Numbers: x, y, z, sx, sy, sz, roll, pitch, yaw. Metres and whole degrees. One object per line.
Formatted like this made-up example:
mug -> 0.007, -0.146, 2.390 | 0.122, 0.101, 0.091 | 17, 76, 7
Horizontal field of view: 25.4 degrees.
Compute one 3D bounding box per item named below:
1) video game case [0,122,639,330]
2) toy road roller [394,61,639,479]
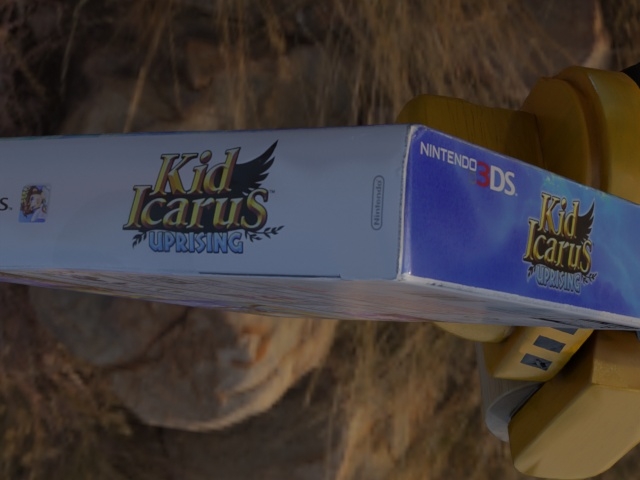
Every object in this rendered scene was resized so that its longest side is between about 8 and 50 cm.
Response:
video game case -> 0.000, 0.000, 0.645 | 0.244, 0.061, 0.269 | -1, 173, 33
toy road roller -> 0.149, 0.014, 1.020 | 0.241, 0.202, 0.329 | 8, 144, -14
